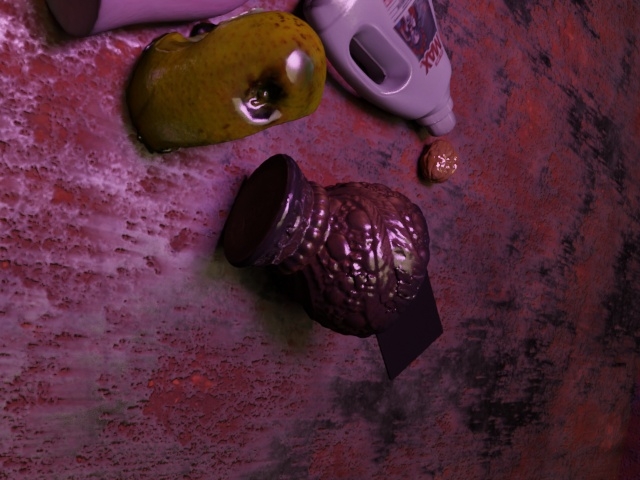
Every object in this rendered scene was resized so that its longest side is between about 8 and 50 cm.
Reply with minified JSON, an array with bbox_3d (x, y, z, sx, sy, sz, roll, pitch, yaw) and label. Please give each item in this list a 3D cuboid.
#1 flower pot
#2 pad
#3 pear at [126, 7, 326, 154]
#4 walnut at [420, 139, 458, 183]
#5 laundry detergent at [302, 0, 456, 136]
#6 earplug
[{"bbox_3d":[0.000,0.000,0.943,0.267,0.266,0.266,25,79,-28],"label":"flower pot"},{"bbox_3d":[0.183,0.136,1.264,0.202,0.005,0.300,-34,116,-33],"label":"pad"},{"bbox_3d":[-0.129,-0.225,0.795,0.238,0.255,0.164,-30,116,-28],"label":"pear"},{"bbox_3d":[0.260,-0.173,1.244,0.096,0.082,0.079,-68,157,-12],"label":"walnut"},{"bbox_3d":[0.146,-0.353,1.096,0.264,0.124,0.398,-55,128,-22],"label":"laundry detergent"},{"bbox_3d":[-0.202,-0.375,0.780,0.301,0.172,0.172,-22,110,-42],"label":"earplug"}]
